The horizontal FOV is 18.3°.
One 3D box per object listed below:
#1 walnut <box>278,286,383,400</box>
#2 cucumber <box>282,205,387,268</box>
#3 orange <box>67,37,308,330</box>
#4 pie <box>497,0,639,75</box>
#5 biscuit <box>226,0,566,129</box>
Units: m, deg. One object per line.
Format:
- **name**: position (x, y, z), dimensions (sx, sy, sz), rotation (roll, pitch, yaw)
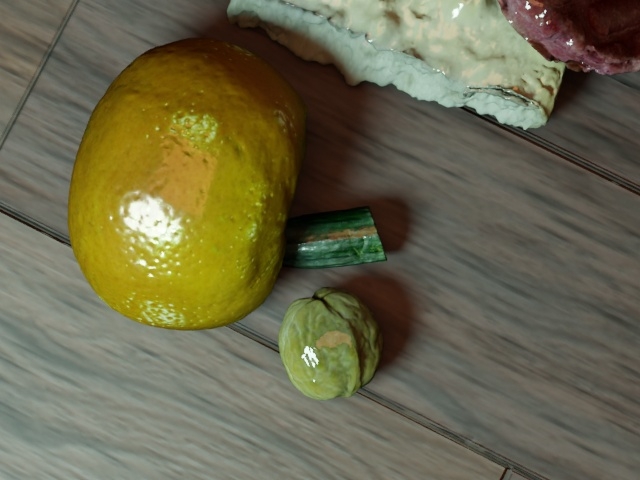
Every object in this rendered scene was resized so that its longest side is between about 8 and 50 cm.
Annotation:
- **walnut**: position (0.008, 0.083, 1.599), dimensions (0.092, 0.092, 0.092), rotation (0, 83, 3)
- **cucumber**: position (0.000, 0.000, 1.624), dimensions (0.105, 0.048, 0.048), rotation (-7, 83, 2)
- **orange**: position (-0.106, -0.047, 1.577), dimensions (0.179, 0.158, 0.237), rotation (19, 87, 15)
- **pie**: position (0.208, -0.232, 1.595), dimensions (0.204, 0.054, 0.219), rotation (-3, 73, -38)
- **biscuit**: position (0.075, -0.210, 1.629), dimensions (0.281, 0.084, 0.179), rotation (17, 84, 5)
